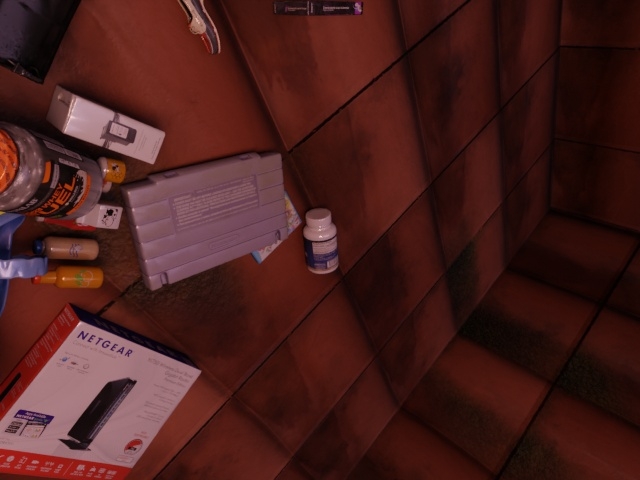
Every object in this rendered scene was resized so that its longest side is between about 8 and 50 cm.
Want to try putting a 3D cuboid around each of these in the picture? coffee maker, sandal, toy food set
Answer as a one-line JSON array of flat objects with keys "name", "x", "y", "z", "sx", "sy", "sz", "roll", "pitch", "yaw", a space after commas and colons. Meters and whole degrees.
[{"name": "coffee maker", "x": -0.389, "y": -0.314, "z": 0.585, "sx": 0.178, "sy": 0.171, "sz": 0.120, "roll": -63, "pitch": 166, "yaw": 3}, {"name": "sandal", "x": -0.530, "y": 0.079, "z": 0.627, "sx": 0.138, "sy": 0.126, "sz": 0.317, "roll": 42, "pitch": 88, "yaw": -12}, {"name": "toy food set", "x": -0.419, "y": -0.039, "z": 0.735, "sx": 0.104, "sy": 0.111, "sz": 0.232, "roll": 6, "pitch": 108, "yaw": -48}]

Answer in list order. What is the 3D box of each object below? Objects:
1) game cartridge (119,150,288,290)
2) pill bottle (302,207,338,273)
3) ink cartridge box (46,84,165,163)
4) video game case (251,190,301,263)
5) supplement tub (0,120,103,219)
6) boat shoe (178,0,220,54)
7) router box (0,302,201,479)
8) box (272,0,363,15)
[{"name": "game cartridge", "x": -0.233, "y": -0.059, "z": 0.949, "sx": 0.355, "sy": 0.068, "sz": 0.230, "roll": -22, "pitch": 117, "yaw": -35}, {"name": "pill bottle", "x": 0.000, "y": 0.000, "z": 1.202, "sx": 0.094, "sy": 0.094, "sz": 0.169, "roll": -28, "pitch": 127, "yaw": -34}, {"name": "ink cartridge box", "x": -0.359, "y": -0.192, "z": 0.722, "sx": 0.150, "sy": 0.109, "sz": 0.063, "roll": 16, "pitch": 100, "yaw": -49}, {"name": "video game case", "x": -0.128, "y": -0.035, "z": 1.112, "sx": 0.166, "sy": 0.015, "sz": 0.119, "roll": -46, "pitch": 136, "yaw": -19}, {"name": "supplement tub", "x": -0.405, "y": -0.093, "z": 0.600, "sx": 0.117, "sy": 0.117, "sz": 0.190, "roll": -64, "pitch": 176, "yaw": 0}, {"name": "boat shoe", "x": -0.228, "y": -0.408, "z": 0.795, "sx": 0.043, "sy": 0.049, "sz": 0.137, "roll": -38, "pitch": 130, "yaw": -22}, {"name": "router box", "x": -0.467, "y": 0.332, "z": 0.895, "sx": 0.301, "sy": 0.082, "sz": 0.335, "roll": -55, "pitch": 138, "yaw": -10}, {"name": "box", "x": -0.004, "y": -0.500, "z": 0.929, "sx": 0.162, "sy": 0.116, "sz": 0.029, "roll": -21, "pitch": 125, "yaw": -37}]
